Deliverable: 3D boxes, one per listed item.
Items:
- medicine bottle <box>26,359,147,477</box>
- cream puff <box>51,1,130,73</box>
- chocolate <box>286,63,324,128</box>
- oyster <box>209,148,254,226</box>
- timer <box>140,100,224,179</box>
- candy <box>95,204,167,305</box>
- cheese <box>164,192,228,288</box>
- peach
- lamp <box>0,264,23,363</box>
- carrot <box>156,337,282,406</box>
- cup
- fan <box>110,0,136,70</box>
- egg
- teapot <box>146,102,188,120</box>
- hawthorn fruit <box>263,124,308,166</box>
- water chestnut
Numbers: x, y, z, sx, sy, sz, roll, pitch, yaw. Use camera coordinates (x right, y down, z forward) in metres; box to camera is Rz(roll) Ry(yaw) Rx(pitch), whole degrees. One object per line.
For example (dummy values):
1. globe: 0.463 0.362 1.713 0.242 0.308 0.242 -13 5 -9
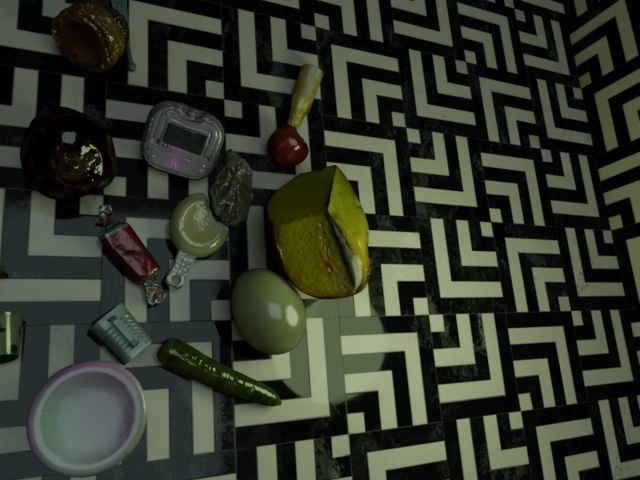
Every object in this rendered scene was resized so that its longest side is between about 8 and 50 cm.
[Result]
1. medicine bottle: -0.488 0.363 1.110 0.211 0.325 0.212 7 73 -23
2. cream puff: -0.597 -0.561 1.429 0.183 0.183 0.169 34 43 -14
3. chocolate: -0.059 -0.456 1.702 0.085 0.085 0.220 25 70 -18
4. oyster: -0.242 -0.146 1.523 0.132 0.072 0.209 25 68 -15
5. timer: -0.374 -0.267 1.443 0.208 0.069 0.191 15 109 -20
6. candy: -0.485 0.035 1.357 0.086 0.059 0.292 -37 94 -31
7. cheese: -0.358 -0.005 1.425 0.163 0.070 0.249 45 62 -8
8. peach: 0.000 0.000 1.483 0.306 0.242 0.381 58 18 -33
9. lamp: -0.724 0.162 1.172 0.121 0.121 0.215 -8 70 -28
10. carrot: -0.253 0.354 1.377 0.358 0.074 0.074 32 64 -18
11. cup: -0.475 0.220 1.271 0.129 0.128 0.095 50 59 -8
12. fan: -0.560 -0.615 1.527 0.057 0.023 0.282 -9 80 -37
13. egg: -0.138 0.186 1.411 0.185 0.186 0.242 -24 84 -29
14. teapot: -0.407 -0.336 1.483 0.124 0.090 0.092 -34 91 -30
15. hawthorn fruit: -0.103 -0.281 1.600 0.140 0.125 0.125 -29 89 -31
16. water chestnut: -0.615 -0.212 1.299 0.223 0.238 0.224 -28 127 -45
